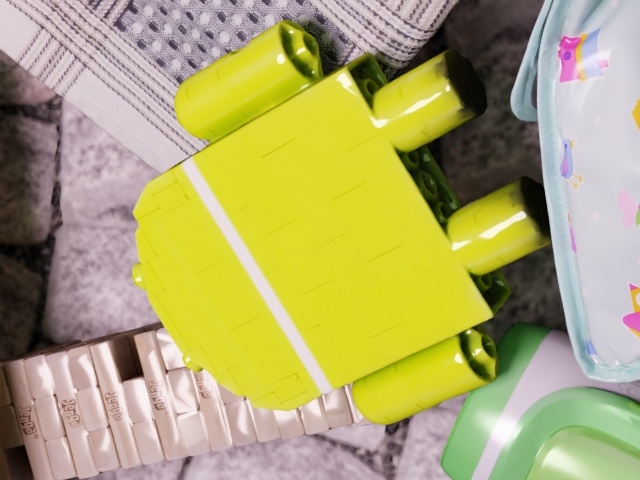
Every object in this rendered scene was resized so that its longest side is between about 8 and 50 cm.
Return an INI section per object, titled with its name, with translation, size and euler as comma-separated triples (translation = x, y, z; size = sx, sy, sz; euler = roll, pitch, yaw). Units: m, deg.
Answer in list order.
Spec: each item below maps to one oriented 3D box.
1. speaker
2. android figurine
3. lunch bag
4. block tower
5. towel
[speaker]
translation = 0.228, 0.163, 0.971
size = 0.297, 0.131, 0.131
euler = 27, 103, 14
[android figurine]
translation = 0.000, 0.000, 0.947
size = 0.273, 0.056, 0.248
euler = -29, 97, 32
[lunch bag]
translation = 0.229, -0.074, 0.867
size = 0.160, 0.223, 0.262
euler = -2, 107, 49
[block tower]
translation = -0.100, 0.101, 1.089
size = 0.336, 0.091, 0.097
euler = -15, 91, 19
[towel]
translation = -0.101, -0.175, 0.972
size = 0.324, 0.056, 0.312
euler = 42, 141, -3
